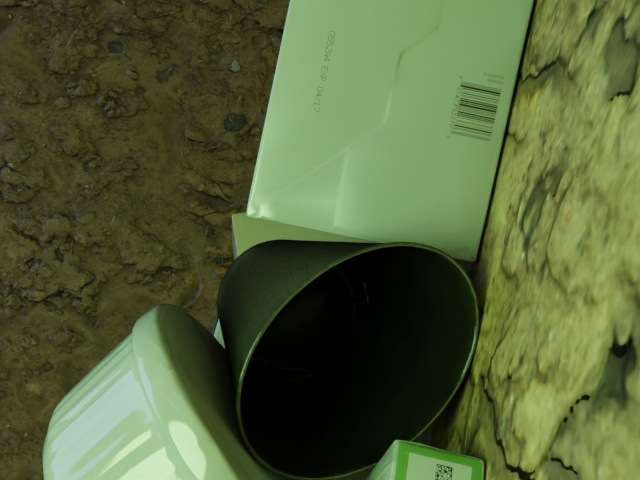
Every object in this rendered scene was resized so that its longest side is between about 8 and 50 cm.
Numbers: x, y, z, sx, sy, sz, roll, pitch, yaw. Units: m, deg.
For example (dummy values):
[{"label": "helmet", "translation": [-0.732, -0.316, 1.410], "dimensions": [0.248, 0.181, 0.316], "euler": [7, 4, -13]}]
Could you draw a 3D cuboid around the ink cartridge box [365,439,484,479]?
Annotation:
[{"label": "ink cartridge box", "translation": [0.051, 0.244, 0.430], "dimensions": [0.109, 0.062, 0.209], "euler": [101, -179, -58]}]

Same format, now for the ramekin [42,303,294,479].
[{"label": "ramekin", "translation": [-0.098, 0.194, 0.551], "dimensions": [0.127, 0.272, 0.273], "euler": [-35, -3, -2]}]

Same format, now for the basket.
[{"label": "basket", "translation": [-0.004, 0.074, 0.606], "dimensions": [0.204, 0.154, 0.227], "euler": [-38, 18, -11]}]

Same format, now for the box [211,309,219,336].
[{"label": "box", "translation": [-0.026, 0.167, 0.999], "dimensions": [0.103, 0.261, 0.184], "euler": [100, -177, -77]}]

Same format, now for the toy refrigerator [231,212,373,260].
[{"label": "toy refrigerator", "translation": [0.000, 0.000, 1.089], "dimensions": [0.102, 0.270, 0.094], "euler": [99, 160, -60]}]

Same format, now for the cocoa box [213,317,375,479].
[{"label": "cocoa box", "translation": [-0.038, 0.275, 0.781], "dimensions": [0.228, 0.232, 0.347], "euler": [100, -178, -66]}]

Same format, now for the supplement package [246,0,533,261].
[{"label": "supplement package", "translation": [0.062, -0.130, 0.649], "dimensions": [0.145, 0.204, 0.261], "euler": [-80, 2, -87]}]
